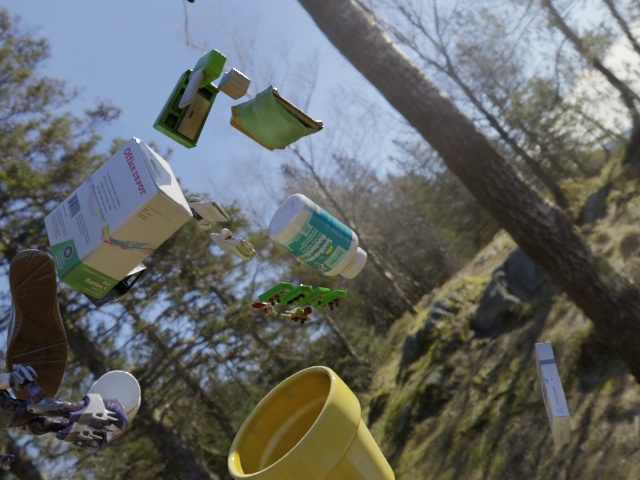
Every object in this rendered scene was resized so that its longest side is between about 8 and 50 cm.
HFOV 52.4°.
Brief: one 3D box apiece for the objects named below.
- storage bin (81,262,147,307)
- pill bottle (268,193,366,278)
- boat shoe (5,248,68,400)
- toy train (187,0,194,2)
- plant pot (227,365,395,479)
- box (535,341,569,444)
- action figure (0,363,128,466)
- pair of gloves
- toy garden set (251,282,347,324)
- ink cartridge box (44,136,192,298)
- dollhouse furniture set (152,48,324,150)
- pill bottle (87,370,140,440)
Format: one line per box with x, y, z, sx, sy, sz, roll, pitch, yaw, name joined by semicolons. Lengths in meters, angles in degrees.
-0.603;0.107;1.888;0.122;0.084;0.180;-47;-3;15;storage bin
0.000;0.000;1.753;0.146;0.264;0.146;-42;28;28;pill bottle
-0.522;0.158;1.202;0.105;0.285;0.089;1;0;-22;boat shoe
-0.184;-0.403;1.017;0.083;0.024;0.017;-49;-2;-18;toy train
0.001;0.403;1.192;0.254;0.239;0.254;-37;17;13;plant pot
0.533;0.351;1.495;0.038;0.186;0.145;-11;-42;11;box
-0.470;0.283;1.055;0.285;0.099;0.185;18;-65;-39;action figure
-0.297;-0.028;1.872;0.204;0.240;0.042;12;57;48;pair of gloves
-0.075;0.192;1.876;0.244;0.049;0.204;11;-31;-40;toy garden set
-0.427;-0.049;1.367;0.278;0.201;0.117;-40;-40;8;ink cartridge box
-0.176;-0.252;1.436;0.198;0.302;0.151;-6;59;56;dollhouse furniture set
-0.649;0.512;2.019;0.160;0.160;0.283;-36;-10;-36;pill bottle
